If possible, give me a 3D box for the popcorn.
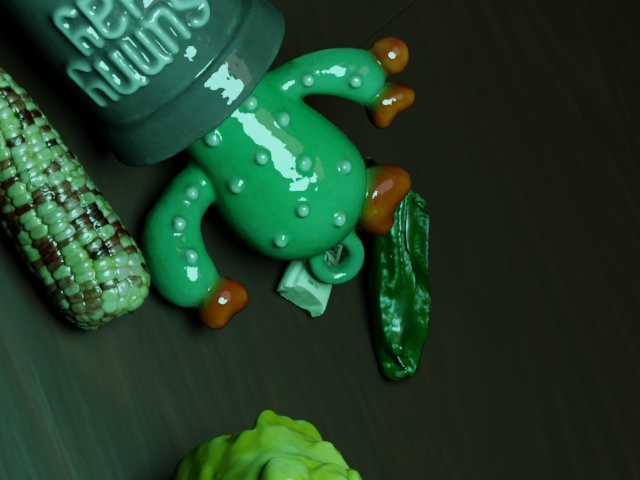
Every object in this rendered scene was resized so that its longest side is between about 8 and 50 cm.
[{"bbox_3d":[-0.036,0.269,1.327,0.192,0.233,0.266,22,33,-36],"label":"popcorn"}]

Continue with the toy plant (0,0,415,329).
[{"bbox_3d":[-0.094,-0.108,1.468,0.400,0.185,0.279,46,60,-26],"label":"toy plant"}]

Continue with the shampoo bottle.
[{"bbox_3d":[0.000,0.000,1.592,0.049,0.034,0.141,31,54,-18],"label":"shampoo bottle"}]

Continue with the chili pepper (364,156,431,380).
[{"bbox_3d":[0.068,0.021,1.609,0.108,0.062,0.216,41,42,-72],"label":"chili pepper"}]

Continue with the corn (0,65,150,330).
[{"bbox_3d":[-0.226,-0.042,1.397,0.086,0.086,0.253,-36,95,-41],"label":"corn"}]
